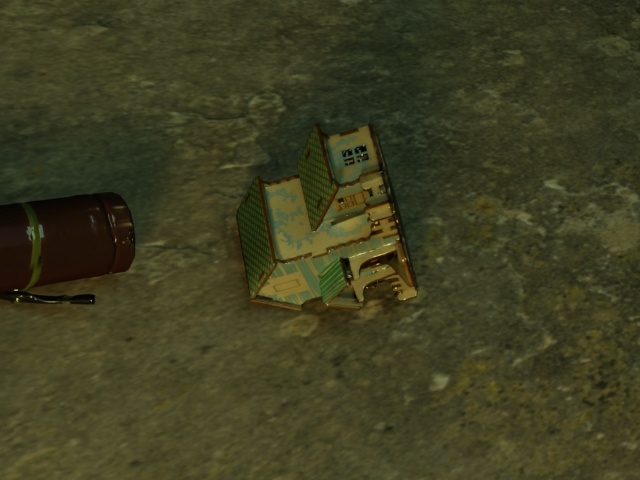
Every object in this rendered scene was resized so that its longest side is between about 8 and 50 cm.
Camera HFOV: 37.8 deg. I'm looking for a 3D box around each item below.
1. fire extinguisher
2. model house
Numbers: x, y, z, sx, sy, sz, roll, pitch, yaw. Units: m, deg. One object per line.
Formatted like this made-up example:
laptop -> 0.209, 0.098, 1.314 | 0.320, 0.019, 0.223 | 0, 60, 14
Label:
fire extinguisher -> -0.367, 0.027, 0.991 | 0.341, 0.105, 0.141 | -11, 62, -36
model house -> 0.000, 0.000, 1.155 | 0.206, 0.271, 0.178 | -14, 64, 6
